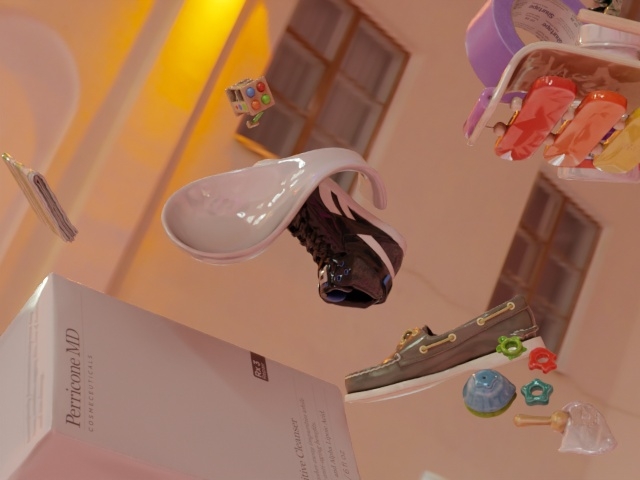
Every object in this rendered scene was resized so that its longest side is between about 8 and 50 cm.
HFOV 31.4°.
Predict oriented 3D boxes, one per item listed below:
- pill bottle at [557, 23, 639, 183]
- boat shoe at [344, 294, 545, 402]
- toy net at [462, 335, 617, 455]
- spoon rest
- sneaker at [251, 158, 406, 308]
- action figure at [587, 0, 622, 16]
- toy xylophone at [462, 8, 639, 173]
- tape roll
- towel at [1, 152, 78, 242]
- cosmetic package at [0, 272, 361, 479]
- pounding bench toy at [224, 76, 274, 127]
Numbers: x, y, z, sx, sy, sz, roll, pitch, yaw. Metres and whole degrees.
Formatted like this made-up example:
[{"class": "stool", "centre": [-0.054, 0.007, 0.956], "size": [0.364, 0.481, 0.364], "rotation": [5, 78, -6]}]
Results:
[{"class": "pill bottle", "centre": [0.358, -0.170, 1.431], "size": [0.108, 0.194, 0.108], "rotation": [4, 3, 0]}, {"class": "boat shoe", "centre": [0.172, 0.165, 1.677], "size": [0.305, 0.091, 0.109], "rotation": [-19, -10, 11]}, {"class": "toy net", "centre": [0.295, 0.212, 1.478], "size": [0.232, 0.122, 0.045], "rotation": [30, -31, 40]}, {"class": "spoon rest", "centre": [-0.048, -0.047, 1.291], "size": [0.137, 0.276, 0.084], "rotation": [47, -37, 39]}, {"class": "sneaker", "centre": [0.000, 0.000, 1.329], "size": [0.217, 0.121, 0.079], "rotation": [30, -40, -13]}, {"class": "action figure", "centre": [0.460, -0.409, 1.850], "size": [0.063, 0.137, 0.232], "rotation": [2, 2, 22]}, {"class": "toy xylophone", "centre": [0.304, -0.125, 1.097], "size": [0.322, 0.081, 0.236], "rotation": [10, -15, 7]}, {"class": "tape roll", "centre": [0.308, -0.280, 1.631], "size": [0.189, 0.189, 0.080], "rotation": [26, -35, -12]}, {"class": "towel", "centre": [-0.383, -0.062, 1.552], "size": [0.152, 0.023, 0.113], "rotation": [28, -33, 57]}, {"class": "cosmetic package", "centre": [-0.149, 0.213, 1.179], "size": [0.385, 0.217, 0.156], "rotation": [26, -59, -33]}, {"class": "pounding bench toy", "centre": [-0.114, -0.235, 1.969], "size": [0.065, 0.052, 0.083], "rotation": [8, -55, 55]}]
